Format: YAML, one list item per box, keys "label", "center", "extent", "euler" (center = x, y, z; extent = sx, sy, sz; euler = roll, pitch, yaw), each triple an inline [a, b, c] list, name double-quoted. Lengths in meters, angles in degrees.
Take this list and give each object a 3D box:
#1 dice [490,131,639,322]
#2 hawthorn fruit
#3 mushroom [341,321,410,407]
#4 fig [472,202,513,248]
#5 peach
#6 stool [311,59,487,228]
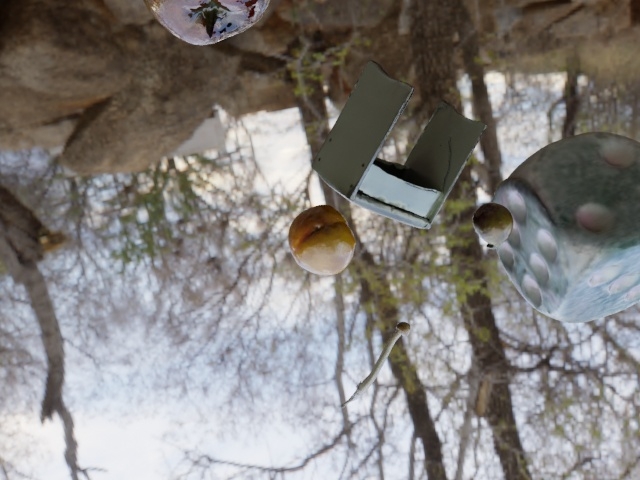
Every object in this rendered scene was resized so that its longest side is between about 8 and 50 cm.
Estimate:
- label: "dice"
  center: [0.617, -0.027, 2.064]
  extent: [0.348, 0.328, 0.330]
  euler: [-15, -124, -12]
- label: "hawthorn fruit"
  center: [-0.214, -0.497, 1.655]
  extent: [0.268, 0.267, 0.300]
  euler: [-3, -113, 15]
- label: "mushroom"
  center: [0.131, 0.324, 2.208]
  extent: [0.043, 0.306, 0.068]
  euler: [40, -158, 19]
- label: "fig"
  center: [0.341, -0.023, 1.739]
  extent: [0.084, 0.098, 0.082]
  euler: [3, -146, 49]
- label: "peach"
  center: [0.000, 0.000, 1.745]
  extent: [0.138, 0.138, 0.138]
  euler: [-8, -156, 4]
- label: "stool"
  center: [0.165, -0.195, 1.874]
  extent: [0.244, 0.269, 0.170]
  euler: [18, -162, -39]
